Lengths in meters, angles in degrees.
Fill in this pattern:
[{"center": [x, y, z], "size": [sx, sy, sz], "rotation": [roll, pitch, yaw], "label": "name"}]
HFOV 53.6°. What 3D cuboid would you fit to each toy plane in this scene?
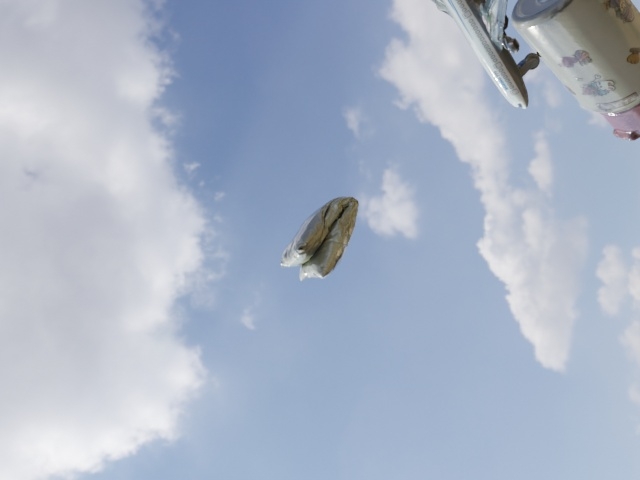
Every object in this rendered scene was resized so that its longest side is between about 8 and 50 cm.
[{"center": [0.139, -0.213, 0.592], "size": [0.226, 0.058, 0.226], "rotation": [38, -168, -23], "label": "toy plane"}]

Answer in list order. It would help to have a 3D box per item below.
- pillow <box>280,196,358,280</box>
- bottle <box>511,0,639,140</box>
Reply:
[{"center": [0.000, 0.000, 1.032], "size": [0.078, 0.181, 0.134], "rotation": [34, -104, -8], "label": "pillow"}, {"center": [0.335, -0.214, 0.740], "size": [0.233, 0.110, 0.109], "rotation": [37, -125, -23], "label": "bottle"}]
